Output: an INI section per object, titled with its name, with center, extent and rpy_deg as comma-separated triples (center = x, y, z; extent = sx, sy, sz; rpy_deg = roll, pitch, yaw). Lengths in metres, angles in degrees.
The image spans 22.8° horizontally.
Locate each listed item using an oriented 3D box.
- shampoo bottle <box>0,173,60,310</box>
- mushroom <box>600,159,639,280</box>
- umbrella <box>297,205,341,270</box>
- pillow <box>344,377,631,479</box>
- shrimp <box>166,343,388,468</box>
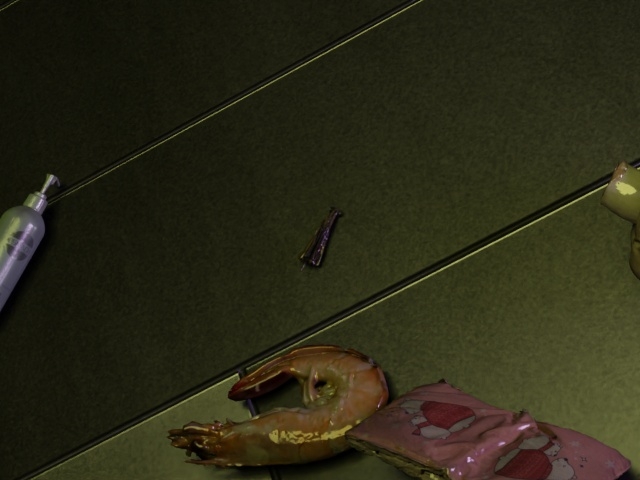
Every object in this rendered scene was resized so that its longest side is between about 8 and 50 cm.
[shampoo bottle]
center = -0.361, 0.005, 1.860
extent = 0.056, 0.056, 0.195
rpy_deg = 18, 74, 32
[mushroom]
center = 0.324, -0.031, 1.486
extent = 0.123, 0.154, 0.154
rpy_deg = 16, 70, 5
[umbrella]
center = -0.002, -0.001, 1.711
extent = 0.083, 0.020, 0.031
rpy_deg = -65, 18, -16
[pillow]
center = 0.153, 0.199, 1.477
extent = 0.248, 0.049, 0.135
rpy_deg = 19, 37, 36
[shrimp]
center = -0.044, 0.169, 1.617
extent = 0.236, 0.053, 0.133
rpy_deg = -14, 61, 15
